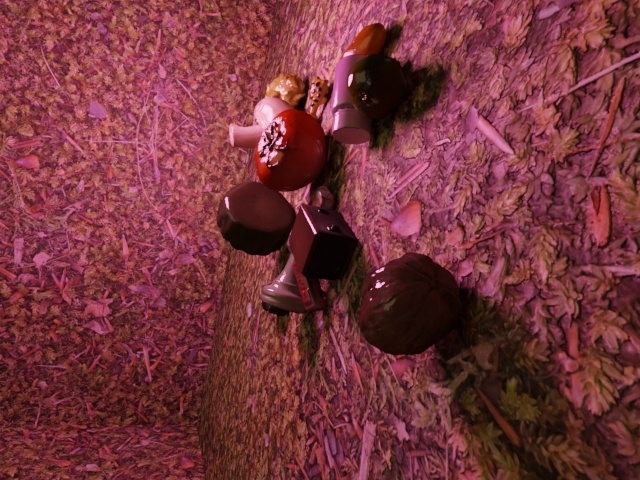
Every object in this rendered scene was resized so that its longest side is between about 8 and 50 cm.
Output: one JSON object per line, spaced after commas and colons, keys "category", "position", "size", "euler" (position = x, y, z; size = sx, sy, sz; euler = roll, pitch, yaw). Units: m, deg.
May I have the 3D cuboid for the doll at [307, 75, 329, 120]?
{"category": "doll", "position": [-0.034, -0.580, 1.844], "size": [0.117, 0.086, 0.291], "euler": [37, 120, 33]}

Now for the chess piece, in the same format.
{"category": "chess piece", "position": [-0.102, 0.116, 1.598], "size": [0.194, 0.194, 0.299], "euler": [6, 77, 68]}

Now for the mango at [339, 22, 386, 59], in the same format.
{"category": "mango", "position": [0.155, -0.655, 1.408], "size": [0.217, 0.102, 0.141], "euler": [-23, 36, 61]}

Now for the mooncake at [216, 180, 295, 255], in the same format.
{"category": "mooncake", "position": [-0.304, -0.102, 1.940], "size": [0.194, 0.356, 0.357], "euler": [-57, 31, 40]}

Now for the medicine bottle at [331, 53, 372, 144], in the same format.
{"category": "medicine bottle", "position": [0.112, -0.458, 1.352], "size": [0.152, 0.151, 0.255], "euler": [165, 113, -66]}

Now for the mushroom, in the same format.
{"category": "mushroom", "position": [-0.247, -0.548, 2.043], "size": [0.315, 0.355, 0.316], "euler": [10, -90, -79]}

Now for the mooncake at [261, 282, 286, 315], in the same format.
{"category": "mooncake", "position": [-0.207, 0.275, 1.873], "size": [0.175, 0.104, 0.169], "euler": [123, 143, -50]}

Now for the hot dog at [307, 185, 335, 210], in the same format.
{"category": "hot dog", "position": [-0.015, -0.110, 1.622], "size": [0.253, 0.069, 0.131], "euler": [123, 140, -49]}

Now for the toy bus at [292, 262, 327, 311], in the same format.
{"category": "toy bus", "position": [-0.040, 0.159, 1.474], "size": [0.065, 0.077, 0.193], "euler": [-30, 72, 40]}

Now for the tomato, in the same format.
{"category": "tomato", "position": [-0.105, -0.357, 1.693], "size": [0.341, 0.272, 0.342], "euler": [-28, 53, 45]}

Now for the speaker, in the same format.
{"category": "speaker", "position": [0.000, 0.000, 1.416], "size": [0.231, 0.153, 0.193], "euler": [-118, 43, -57]}

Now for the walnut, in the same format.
{"category": "walnut", "position": [0.181, 0.137, 0.869], "size": [0.224, 0.224, 0.225], "euler": [-170, 90, -68]}

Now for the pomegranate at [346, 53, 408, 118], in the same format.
{"category": "pomegranate", "position": [0.175, -0.463, 1.208], "size": [0.210, 0.180, 0.180], "euler": [-56, 8, -33]}

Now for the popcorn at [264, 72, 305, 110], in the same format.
{"category": "popcorn", "position": [-0.185, -0.760, 2.159], "size": [0.256, 0.194, 0.255], "euler": [-27, 59, 40]}
